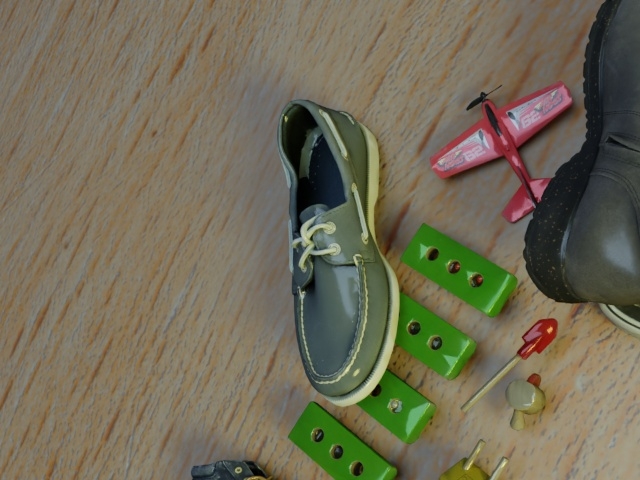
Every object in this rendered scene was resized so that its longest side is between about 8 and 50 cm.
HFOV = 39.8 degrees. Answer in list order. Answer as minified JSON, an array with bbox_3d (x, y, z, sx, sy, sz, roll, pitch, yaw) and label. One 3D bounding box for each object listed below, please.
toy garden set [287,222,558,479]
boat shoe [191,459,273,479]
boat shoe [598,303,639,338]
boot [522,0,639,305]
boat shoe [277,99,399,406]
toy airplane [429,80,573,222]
[{"bbox_3d":[0.113,0.138,0.804,0.204,0.049,0.244,34,92,36],"label":"toy garden set"},{"bbox_3d":[-0.056,0.252,0.851,0.183,0.065,0.083,-11,70,28],"label":"boat shoe"},{"bbox_3d":[0.355,0.034,0.658,0.306,0.105,0.113,7,78,32],"label":"boat shoe"},{"bbox_3d":[0.307,-0.092,0.667,0.222,0.118,0.338,0,68,56],"label":"boot"},{"bbox_3d":[0.000,0.000,0.850,0.116,0.099,0.319,-23,52,33],"label":"boat shoe"},{"bbox_3d":[0.185,-0.084,0.843,0.151,0.028,0.151,-10,70,29],"label":"toy airplane"}]
